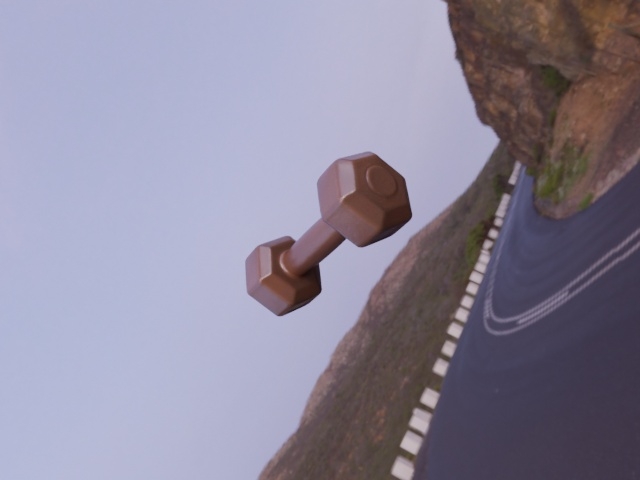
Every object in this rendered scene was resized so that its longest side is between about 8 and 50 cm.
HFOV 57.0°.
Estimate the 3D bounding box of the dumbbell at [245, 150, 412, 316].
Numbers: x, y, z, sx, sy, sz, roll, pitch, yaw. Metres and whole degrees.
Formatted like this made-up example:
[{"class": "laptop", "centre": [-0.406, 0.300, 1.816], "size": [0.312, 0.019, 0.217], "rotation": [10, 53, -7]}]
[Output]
[{"class": "dumbbell", "centre": [0.000, 0.000, 0.615], "size": [0.092, 0.082, 0.231], "rotation": [-22, -15, -41]}]
